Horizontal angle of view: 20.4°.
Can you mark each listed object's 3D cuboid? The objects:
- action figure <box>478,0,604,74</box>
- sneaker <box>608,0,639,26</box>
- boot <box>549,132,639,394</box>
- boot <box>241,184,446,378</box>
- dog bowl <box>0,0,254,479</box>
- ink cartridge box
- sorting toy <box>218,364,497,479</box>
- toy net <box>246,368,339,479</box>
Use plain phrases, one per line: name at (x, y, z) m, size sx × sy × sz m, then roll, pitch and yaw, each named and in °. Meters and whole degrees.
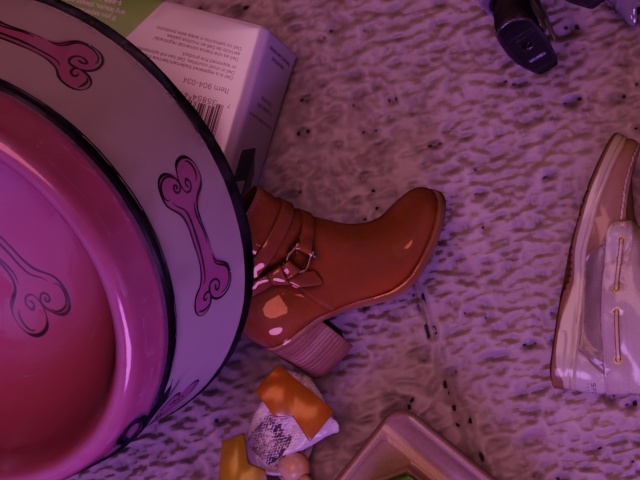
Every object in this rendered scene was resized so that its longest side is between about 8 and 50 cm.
action figure at (0.147, -0.281, 1.471) m, size 0.185 × 0.099 × 0.285 m, roll -40°, pitch 47°, yaw 30°
sneaker at (0.330, -0.255, 1.463) m, size 0.229 × 0.086 × 0.132 m, roll -34°, pitch 82°, yaw 16°
boot at (0.282, 0.029, 1.432) m, size 0.165 × 0.077 × 0.213 m, roll 11°, pitch 90°, yaw 13°
boot at (0.000, 0.000, 1.452) m, size 0.152 × 0.073 × 0.197 m, roll 42°, pitch 81°, yaw -23°
dog bowl at (-0.266, 0.016, 1.362) m, size 0.408 × 0.150 × 0.408 m, roll 9°, pitch 121°, yaw 16°
ink cartridge box at (-0.160, -0.064, 1.515) m, size 0.198 × 0.115 × 0.272 m, roll 16°, pitch 87°, yaw 14°
sorting toy at (0.037, 0.254, 1.433) m, size 0.307 × 0.041 × 0.229 m, roll 39°, pitch 84°, yaw 3°
toy net at (-0.036, 0.226, 1.491) m, size 0.122 × 0.045 × 0.232 m, roll -3°, pitch 81°, yaw 13°
